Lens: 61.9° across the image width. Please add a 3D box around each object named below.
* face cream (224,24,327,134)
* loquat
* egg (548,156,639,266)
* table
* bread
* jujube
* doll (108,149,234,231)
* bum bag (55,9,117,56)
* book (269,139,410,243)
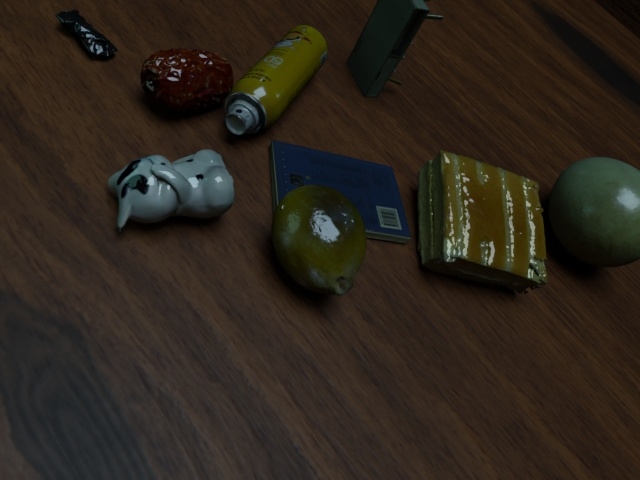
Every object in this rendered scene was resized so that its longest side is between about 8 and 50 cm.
[{"bbox_3d":[-0.092,-0.318,1.072,0.105,0.105,0.348,31,48,-3],"label":"face cream"},{"bbox_3d":[0.000,0.000,0.852,0.152,0.152,0.195,-2,49,-29],"label":"loquat"},{"bbox_3d":[0.622,-0.075,1.183,0.218,0.218,0.295,23,39,-10],"label":"egg"},{"bbox_3d":[0.173,-0.459,1.225,0.111,0.240,0.121,-5,59,-30],"label":"table"},{"bbox_3d":[0.316,-0.030,1.042,0.239,0.111,0.246,14,62,-15],"label":"bread"},{"bbox_3d":[-0.240,-0.295,0.982,0.176,0.109,0.112,-25,106,-47],"label":"jujube"},{"bbox_3d":[-0.222,-0.081,0.820,0.181,0.107,0.110,-6,51,-31],"label":"doll"},{"bbox_3d":[-0.435,-0.384,0.989,0.124,0.034,0.058,43,39,8],"label":"bum bag"},{"bbox_3d":[0.036,-0.093,1.021,0.269,0.025,0.191,8,51,-22],"label":"book"}]
